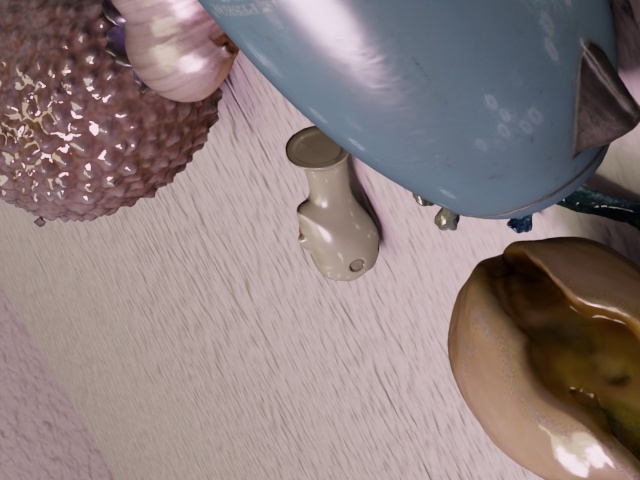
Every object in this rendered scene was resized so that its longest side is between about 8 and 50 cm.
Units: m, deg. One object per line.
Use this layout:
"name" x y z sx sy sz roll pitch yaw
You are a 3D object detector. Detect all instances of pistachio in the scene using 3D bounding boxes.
"pistachio" 0.193 0.098 1.345 0.197 0.166 0.288 48 -175 -30

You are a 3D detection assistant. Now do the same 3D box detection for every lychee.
"lychee" -0.246 -0.164 1.884 0.300 0.300 0.300 46 159 24

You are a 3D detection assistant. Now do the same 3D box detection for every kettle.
"kettle" 0.048 -0.161 1.235 0.319 0.247 0.342 9 144 50

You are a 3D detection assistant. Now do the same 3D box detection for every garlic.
"garlic" -0.057 -0.215 1.592 0.257 0.207 0.207 19 159 -3

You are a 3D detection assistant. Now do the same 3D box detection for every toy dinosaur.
"toy dinosaur" 0.114 -0.086 1.463 0.363 0.076 0.147 42 149 18

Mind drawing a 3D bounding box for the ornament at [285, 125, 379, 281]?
"ornament" 0.010 -0.028 1.793 0.075 0.081 0.156 46 157 48

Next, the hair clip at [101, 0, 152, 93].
"hair clip" -0.144 -0.234 1.730 0.052 0.124 0.195 30 -117 -82

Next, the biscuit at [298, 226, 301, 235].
"biscuit" 0.000 0.000 1.957 0.078 0.015 0.091 53 161 4
